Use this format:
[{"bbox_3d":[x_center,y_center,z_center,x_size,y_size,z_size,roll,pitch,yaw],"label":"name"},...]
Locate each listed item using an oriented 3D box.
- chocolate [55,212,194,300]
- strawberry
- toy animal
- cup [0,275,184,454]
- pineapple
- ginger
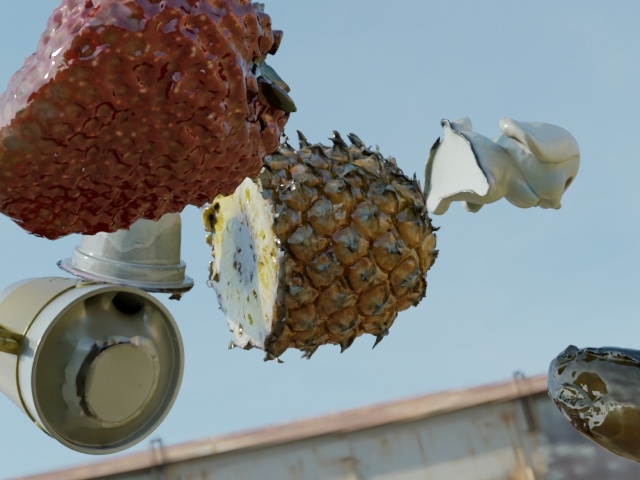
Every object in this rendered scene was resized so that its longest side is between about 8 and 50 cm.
[{"bbox_3d":[-0.266,-0.008,1.935,0.221,0.147,0.221,16,3,-1],"label":"chocolate"},{"bbox_3d":[-0.210,-0.151,1.395,0.351,0.267,0.312,-33,-28,-13],"label":"strawberry"},{"bbox_3d":[0.325,-0.140,2.424,0.249,0.174,0.289,-9,-8,40],"label":"toy animal"},{"bbox_3d":[-0.303,0.120,1.495,0.241,0.185,0.226,21,-5,-35],"label":"cup"},{"bbox_3d":[-0.001,0.000,1.972,0.300,0.352,0.352,-14,-19,-29],"label":"pineapple"},{"bbox_3d":[0.460,0.236,1.950,0.321,0.165,0.172,23,7,34],"label":"ginger"}]
